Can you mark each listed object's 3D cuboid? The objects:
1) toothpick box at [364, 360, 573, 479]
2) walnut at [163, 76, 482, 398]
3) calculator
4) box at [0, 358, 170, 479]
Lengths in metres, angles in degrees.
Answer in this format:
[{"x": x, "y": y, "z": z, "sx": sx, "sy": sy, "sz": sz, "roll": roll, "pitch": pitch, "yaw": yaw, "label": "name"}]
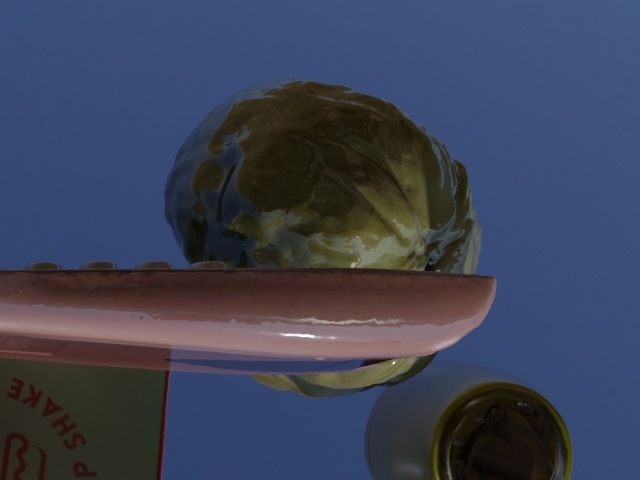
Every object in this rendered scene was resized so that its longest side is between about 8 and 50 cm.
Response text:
[{"x": 0.149, "y": 0.206, "z": 1.702, "sx": 0.175, "sy": 0.175, "sz": 0.271, "roll": 19, "pitch": 173, "yaw": -7, "label": "toothpick box"}, {"x": 0.001, "y": 0.002, "z": 1.529, "sx": 0.282, "sy": 0.253, "sz": 0.277, "roll": 37, "pitch": 162, "yaw": -33, "label": "walnut"}, {"x": -0.091, "y": 0.041, "z": 0.881, "sx": 0.330, "sy": 0.048, "sz": 0.220, "roll": 3, "pitch": 173, "yaw": -12, "label": "calculator"}, {"x": -0.328, "y": 0.257, "z": 1.441, "sx": 0.312, "sy": 0.300, "sz": 0.314, "roll": 17, "pitch": -129, "yaw": -20, "label": "box"}]
